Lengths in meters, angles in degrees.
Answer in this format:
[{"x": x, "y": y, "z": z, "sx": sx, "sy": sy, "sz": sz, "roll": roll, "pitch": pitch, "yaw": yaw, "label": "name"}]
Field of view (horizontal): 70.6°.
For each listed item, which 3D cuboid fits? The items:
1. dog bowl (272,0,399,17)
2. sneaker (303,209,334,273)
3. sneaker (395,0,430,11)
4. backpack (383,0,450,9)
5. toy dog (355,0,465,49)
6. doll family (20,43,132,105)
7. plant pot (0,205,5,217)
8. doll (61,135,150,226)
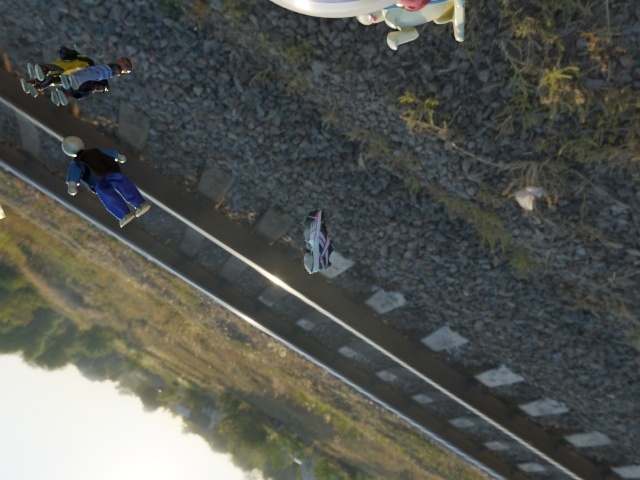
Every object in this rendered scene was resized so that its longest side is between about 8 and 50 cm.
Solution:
[{"x": 0.016, "y": -0.359, "z": 0.418, "sx": 0.265, "sy": 0.264, "sz": 0.104, "roll": 26, "pitch": 180, "yaw": 7, "label": "dog bowl"}, {"x": 0.000, "y": 0.000, "z": 1.248, "sx": 0.077, "sy": 0.178, "sz": 0.072, "roll": -3, "pitch": -163, "yaw": -30, "label": "sneaker"}, {"x": 0.095, "y": -0.463, "z": 0.644, "sx": 0.276, "sy": 0.097, "sz": 0.135, "roll": 36, "pitch": 168, "yaw": -23, "label": "sneaker"}, {"x": 0.262, "y": -0.804, "z": 1.283, "sx": 0.289, "sy": 0.356, "sz": 0.273, "roll": 66, "pitch": 148, "yaw": 18, "label": "backpack"}, {"x": 0.288, "y": -0.877, "z": 1.557, "sx": 0.409, "sy": 0.394, "sz": 0.285, "roll": 1, "pitch": -177, "yaw": 17, "label": "toy dog"}, {"x": -0.391, "y": -0.269, "z": 0.737, "sx": 0.193, "sy": 0.111, "sz": 0.075, "roll": 25, "pitch": 128, "yaw": 22, "label": "doll family"}, {"x": -0.641, "y": -0.125, "z": 0.685, "sx": 0.212, "sy": 0.187, "sz": 0.212, "roll": 62, "pitch": 148, "yaw": 1, "label": "plant pot"}, {"x": -0.412, "y": -0.117, "z": 0.848, "sx": 0.189, "sy": 0.129, "sz": 0.046, "roll": 52, "pitch": 141, "yaw": -8, "label": "doll"}]
